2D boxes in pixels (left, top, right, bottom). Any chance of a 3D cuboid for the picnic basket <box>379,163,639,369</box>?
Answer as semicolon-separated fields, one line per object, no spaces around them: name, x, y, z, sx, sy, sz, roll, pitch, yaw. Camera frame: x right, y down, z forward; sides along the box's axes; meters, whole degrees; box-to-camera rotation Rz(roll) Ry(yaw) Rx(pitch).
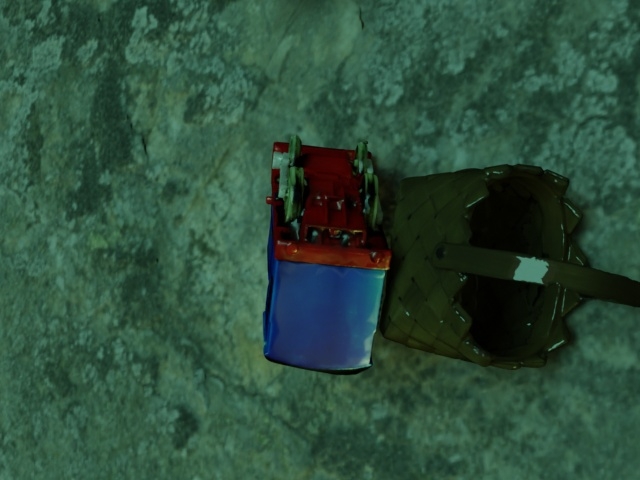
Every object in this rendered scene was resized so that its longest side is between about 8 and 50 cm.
picnic basket;0.133;0.018;0.919;0.178;0.128;0.138;6;88;55

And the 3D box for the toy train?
toy train;0.000;0.000;1.016;0.204;0.083;0.131;-96;12;-70
